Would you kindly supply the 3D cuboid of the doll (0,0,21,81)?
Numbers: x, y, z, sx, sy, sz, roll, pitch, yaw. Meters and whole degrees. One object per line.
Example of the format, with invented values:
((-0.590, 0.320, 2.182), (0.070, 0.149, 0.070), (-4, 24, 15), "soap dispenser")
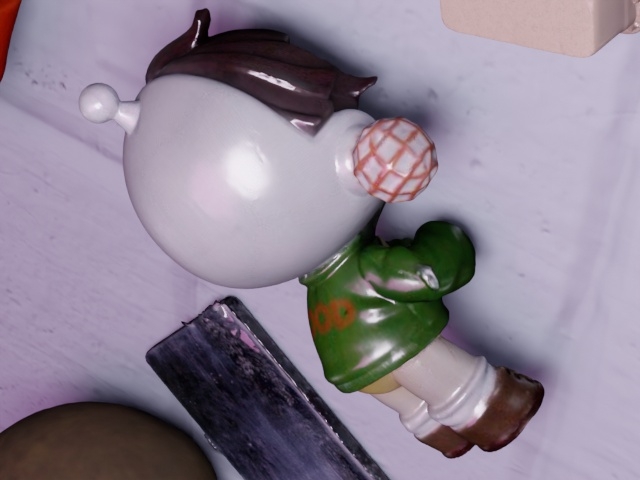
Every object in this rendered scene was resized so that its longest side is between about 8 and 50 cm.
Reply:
((-0.317, -0.178, 1.194), (0.183, 0.160, 0.363), (28, 119, 22), "doll")

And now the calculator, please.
((-0.039, 0.170, 1.370), (0.261, 0.021, 0.161), (51, 141, -6), "calculator")

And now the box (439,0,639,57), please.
((0.125, -0.159, 0.918), (0.122, 0.062, 0.089), (18, 133, 31), "box")

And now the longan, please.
((-0.213, 0.267, 1.428), (0.258, 0.258, 0.258), (23, 135, 25), "longan")

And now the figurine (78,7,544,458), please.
((0.000, 0.000, 1.087), (0.370, 0.167, 0.281), (47, 155, -10), "figurine")
